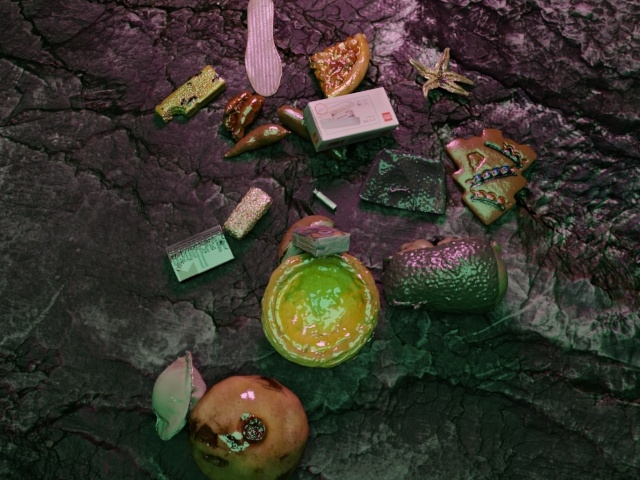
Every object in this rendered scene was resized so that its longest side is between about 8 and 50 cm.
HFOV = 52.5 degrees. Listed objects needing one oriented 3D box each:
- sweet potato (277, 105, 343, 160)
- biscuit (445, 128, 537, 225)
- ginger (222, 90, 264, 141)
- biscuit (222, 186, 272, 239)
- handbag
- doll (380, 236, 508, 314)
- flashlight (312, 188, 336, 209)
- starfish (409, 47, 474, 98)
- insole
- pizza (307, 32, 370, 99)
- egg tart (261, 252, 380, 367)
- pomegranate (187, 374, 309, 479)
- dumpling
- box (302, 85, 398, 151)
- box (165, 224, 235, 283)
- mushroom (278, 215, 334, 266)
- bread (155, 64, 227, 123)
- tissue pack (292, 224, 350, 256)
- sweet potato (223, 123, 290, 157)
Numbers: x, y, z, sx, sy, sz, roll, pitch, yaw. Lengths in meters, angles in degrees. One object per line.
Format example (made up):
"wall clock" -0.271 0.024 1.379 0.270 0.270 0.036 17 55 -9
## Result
"sweet potato" -0.022 -0.335 1.981 0.243 0.077 0.077 34 81 0
"biscuit" 0.518 -0.193 1.965 0.277 0.043 0.302 2 79 0
"ginger" -0.249 -0.392 1.987 0.103 0.073 0.162 29 81 6
"biscuit" -0.215 -0.079 1.929 0.082 0.070 0.169 36 79 0
"handbag" 0.257 -0.176 1.949 0.270 0.088 0.175 12 88 2
"doll" 0.344 0.098 1.827 0.349 0.247 0.248 -9 79 5
"flashlight" 0.012 -0.124 1.963 0.083 0.018 0.018 39 81 7
"starfish" 0.375 -0.516 2.025 0.223 0.050 0.217 27 74 -7
"insole" -0.185 -0.621 2.064 0.118 0.009 0.349 -3 79 0
"pizza" 0.049 -0.545 2.009 0.197 0.058 0.292 23 69 17
"egg tart" 0.002 0.192 1.844 0.345 0.132 0.346 0 78 0
"pomegranate" -0.190 0.507 1.714 0.321 0.322 0.323 0 79 0
"dumpling" -0.383 0.431 1.783 0.142 0.172 0.247 18 83 -25
"box" 0.090 -0.366 1.942 0.269 0.079 0.135 -16 78 -22
"box" -0.354 0.041 1.922 0.177 0.036 0.115 -23 80 -5
"mushroom" -0.060 -0.009 1.906 0.209 0.094 0.072 -39 119 -10
"bread" -0.402 -0.442 2.009 0.226 0.049 0.088 -41 82 -7
"tissue pack" 0.000 0.000 1.804 0.108 0.148 0.060 -8 105 -28
"sweet potato" -0.197 -0.310 1.980 0.226 0.068 0.068 -19 79 10
